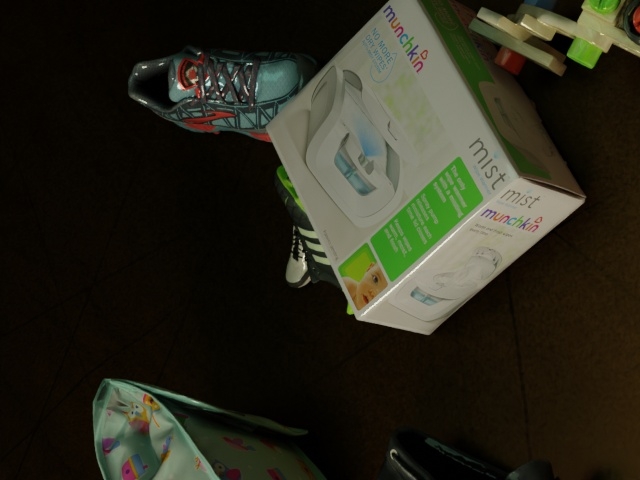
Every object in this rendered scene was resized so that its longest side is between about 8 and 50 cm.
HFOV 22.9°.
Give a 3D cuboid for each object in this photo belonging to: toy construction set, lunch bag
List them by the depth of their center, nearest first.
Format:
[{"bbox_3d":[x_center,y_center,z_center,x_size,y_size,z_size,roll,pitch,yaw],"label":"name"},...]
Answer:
[{"bbox_3d":[0.266,-0.288,1.480,0.215,0.151,0.328,30,110,16],"label":"toy construction set"},{"bbox_3d":[-0.105,0.254,1.637,0.160,0.223,0.262,-47,53,16],"label":"lunch bag"}]

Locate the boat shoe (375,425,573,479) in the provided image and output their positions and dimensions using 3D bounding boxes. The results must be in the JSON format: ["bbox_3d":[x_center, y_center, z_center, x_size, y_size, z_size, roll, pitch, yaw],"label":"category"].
[{"bbox_3d":[0.179,0.251,1.458,0.340,0.127,0.113,16,103,51],"label":"boat shoe"}]

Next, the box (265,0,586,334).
[{"bbox_3d":[0.102,-0.080,1.597,0.231,0.126,0.262,-43,55,28],"label":"box"}]

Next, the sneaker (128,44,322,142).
[{"bbox_3d":[-0.116,-0.169,1.800,0.262,0.125,0.104,-1,80,41],"label":"sneaker"}]

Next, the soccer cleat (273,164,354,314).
[{"bbox_3d":[0.000,0.000,1.681,0.179,0.060,0.072,52,124,9],"label":"soccer cleat"}]

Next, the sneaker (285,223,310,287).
[{"bbox_3d":[-0.019,-0.001,1.736,0.040,0.043,0.109,25,98,40],"label":"sneaker"}]
